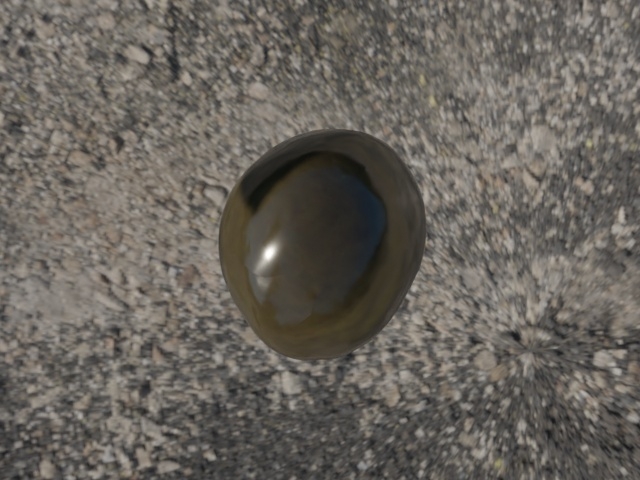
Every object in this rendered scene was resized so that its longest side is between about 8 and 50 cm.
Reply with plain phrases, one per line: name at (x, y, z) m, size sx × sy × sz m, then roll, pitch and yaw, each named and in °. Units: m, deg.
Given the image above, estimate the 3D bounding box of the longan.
longan at (0.000, 0.000, 0.943) m, size 0.198 × 0.198 × 0.212 m, roll 28°, pitch 88°, yaw 13°
